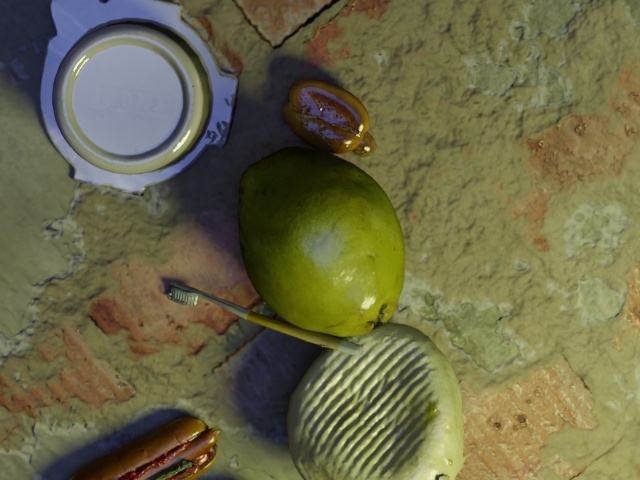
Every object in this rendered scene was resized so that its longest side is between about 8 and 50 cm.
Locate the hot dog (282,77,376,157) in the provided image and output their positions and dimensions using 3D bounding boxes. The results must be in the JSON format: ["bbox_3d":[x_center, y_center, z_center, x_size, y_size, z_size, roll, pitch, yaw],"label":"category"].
[{"bbox_3d":[0.017,-0.163,1.669,0.140,0.060,0.089,22,97,-1],"label":"hot dog"}]

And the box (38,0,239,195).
[{"bbox_3d":[-0.247,-0.203,1.561,0.262,0.206,0.291,-30,100,-3],"label":"box"}]

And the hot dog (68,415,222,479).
[{"bbox_3d":[-0.239,0.315,1.688,0.236,0.062,0.092,-30,95,-3],"label":"hot dog"}]

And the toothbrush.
[{"bbox_3d":[-0.077,0.108,1.649,0.288,0.021,0.024,17,106,17],"label":"toothbrush"}]

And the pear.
[{"bbox_3d":[0.000,0.000,1.607,0.212,0.212,0.269,-34,78,-2],"label":"pear"}]

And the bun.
[{"bbox_3d":[0.080,0.250,1.658,0.259,0.160,0.259,-4,72,12],"label":"bun"}]
